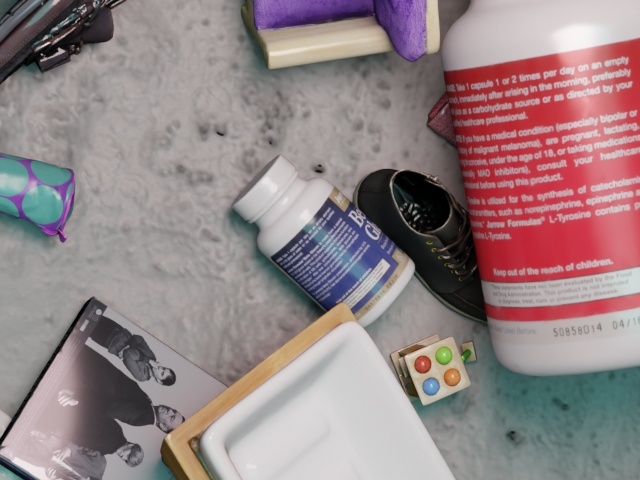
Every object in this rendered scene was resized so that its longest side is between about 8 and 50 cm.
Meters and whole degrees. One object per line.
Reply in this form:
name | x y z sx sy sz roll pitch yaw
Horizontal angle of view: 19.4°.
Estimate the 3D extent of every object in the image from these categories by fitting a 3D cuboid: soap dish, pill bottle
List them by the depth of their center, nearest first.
pill bottle | 0.235 -0.098 1.685 0.229 0.229 0.408 -12 96 -12
soap dish | 0.002 0.239 1.719 0.229 0.118 0.291 -36 101 -31
pill bottle | 0.000 0.000 1.769 0.169 0.094 0.094 43 81 -9

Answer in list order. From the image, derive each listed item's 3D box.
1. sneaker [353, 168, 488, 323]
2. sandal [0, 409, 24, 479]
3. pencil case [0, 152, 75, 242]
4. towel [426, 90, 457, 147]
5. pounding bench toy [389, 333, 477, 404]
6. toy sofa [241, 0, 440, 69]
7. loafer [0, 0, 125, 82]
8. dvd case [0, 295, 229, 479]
sneaker | 0.133 0.012 1.785 0.222 0.118 0.083 35 82 -9
sandal | -0.276 0.350 1.708 0.169 0.102 0.416 -10 78 -27
pencil case | -0.302 -0.048 1.720 0.151 0.064 0.070 12 71 -11
towel | 0.298 -0.109 1.866 0.329 0.037 0.237 38 82 -9
pounding bench toy | 0.121 0.119 1.808 0.083 0.065 0.052 -22 94 -12
toy sofa | 0.009 -0.334 1.663 0.150 0.177 0.363 -9 121 -13
loafer | -0.201 -0.231 1.728 0.302 0.109 0.095 -46 102 -12
dvd case | -0.161 0.190 1.736 0.238 0.029 0.179 35 65 -12
